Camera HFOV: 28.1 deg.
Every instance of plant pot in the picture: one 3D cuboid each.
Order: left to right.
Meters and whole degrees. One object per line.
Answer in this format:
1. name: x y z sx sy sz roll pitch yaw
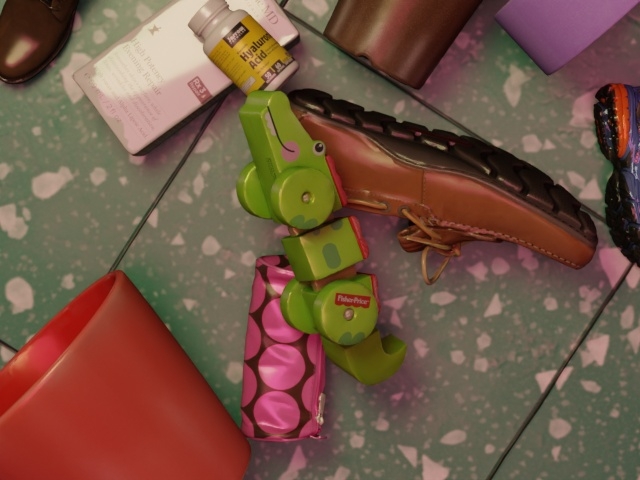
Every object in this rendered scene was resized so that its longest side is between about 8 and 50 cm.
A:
1. plant pot: -0.225 0.210 1.372 0.275 0.275 0.243 -43 103 2
2. plant pot: 0.095 -0.264 1.395 0.167 0.167 0.165 31 99 -1

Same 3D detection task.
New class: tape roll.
1. tape roll: 0.309 -0.297 1.329 0.275 0.275 0.090 -44 91 2

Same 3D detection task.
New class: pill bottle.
1. pill bottle: -0.084 -0.203 1.358 0.116 0.065 0.065 44 92 -3

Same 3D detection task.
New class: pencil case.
1. pencil case: -0.034 0.121 1.443 0.098 0.095 0.209 5 94 31

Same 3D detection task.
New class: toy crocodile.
1. toy crocodile: 0.000 0.000 1.346 0.105 0.115 0.340 -25 103 -22

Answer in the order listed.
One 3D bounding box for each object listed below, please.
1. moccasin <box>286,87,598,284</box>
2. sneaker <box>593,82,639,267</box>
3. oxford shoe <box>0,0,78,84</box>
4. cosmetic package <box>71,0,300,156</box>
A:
1. moccasin: 0.117 -0.042 1.413 0.380 0.139 0.147 17 111 -2
2. sneaker: 0.370 -0.071 1.440 0.087 0.083 0.221 -8 96 -8
3. oxford shoe: -0.305 -0.278 1.421 0.083 0.096 0.227 30 94 -3
4. cosmetic package: -0.147 -0.205 1.430 0.231 0.085 0.117 -37 93 3
